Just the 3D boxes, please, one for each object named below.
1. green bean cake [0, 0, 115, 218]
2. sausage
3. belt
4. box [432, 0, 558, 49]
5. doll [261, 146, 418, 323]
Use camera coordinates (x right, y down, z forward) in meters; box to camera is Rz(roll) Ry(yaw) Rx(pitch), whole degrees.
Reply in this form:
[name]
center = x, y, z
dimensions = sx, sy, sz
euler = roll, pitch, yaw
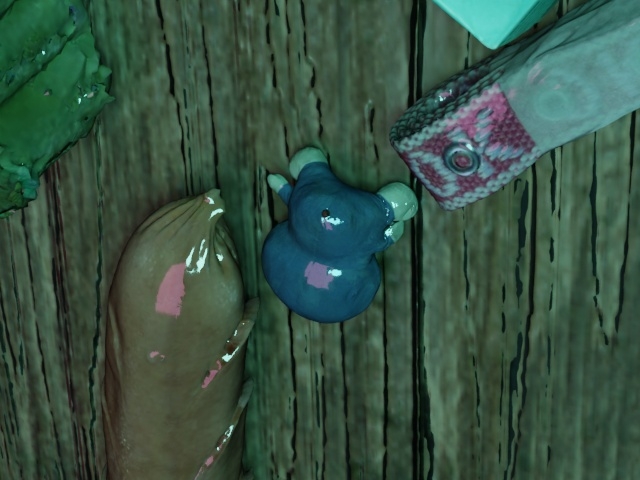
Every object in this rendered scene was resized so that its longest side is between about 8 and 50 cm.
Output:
[green bean cake]
center = -0.240, -0.139, 0.881
dimensions = 0.241, 0.132, 0.255
euler = 10, 137, 28
[sausage]
center = -0.081, 0.154, 1.018
dimensions = 0.088, 0.088, 0.433
euler = 16, 123, 18
[belt]
center = 0.127, -0.081, 0.793
dimensions = 0.232, 0.071, 0.053
euler = -26, 110, 38
[box]
center = 0.026, -0.253, 0.713
dimensions = 0.311, 0.118, 0.205
euler = 41, 126, 0
[doll]
center = 0.000, 0.000, 0.913
dimensions = 0.076, 0.050, 0.083
euler = 28, 128, 16
